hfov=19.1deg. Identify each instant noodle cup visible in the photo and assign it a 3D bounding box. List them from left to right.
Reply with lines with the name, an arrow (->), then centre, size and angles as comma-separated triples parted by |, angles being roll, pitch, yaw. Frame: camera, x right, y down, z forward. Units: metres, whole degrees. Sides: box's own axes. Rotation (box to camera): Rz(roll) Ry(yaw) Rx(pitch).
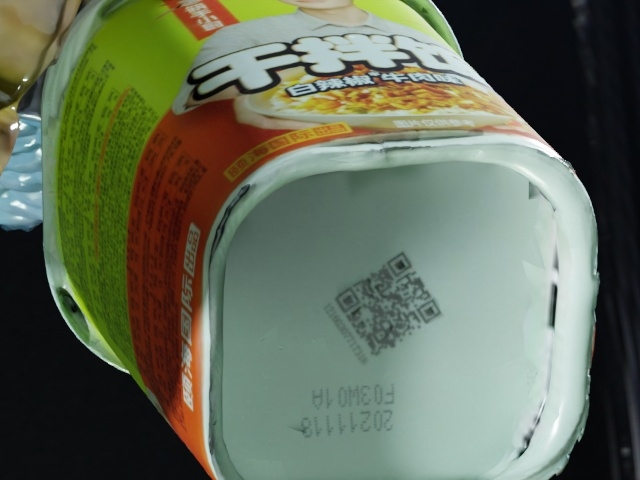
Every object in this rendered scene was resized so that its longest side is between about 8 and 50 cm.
instant noodle cup -> 0.000, 0.000, 1.033 | 0.294, 0.308, 0.293 | -5, -71, -16

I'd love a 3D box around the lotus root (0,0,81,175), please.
lotus root -> -0.224, -0.060, 0.946 | 0.111, 0.375, 0.390 | 20, -92, -21

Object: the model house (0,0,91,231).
model house -> -0.229, -0.236, 1.331 | 0.339, 0.297, 0.360 | 25, -119, -48
